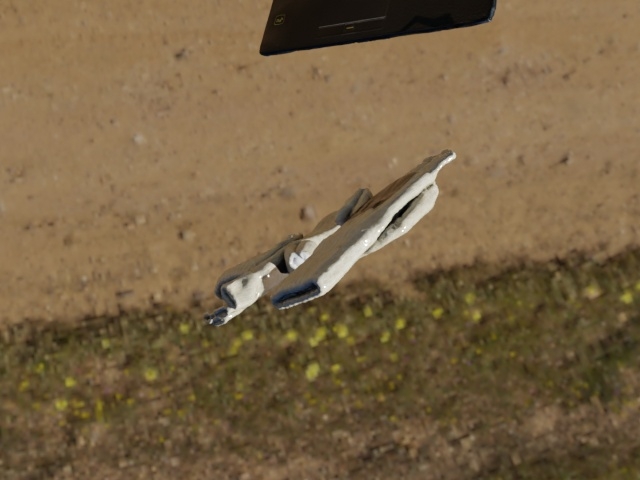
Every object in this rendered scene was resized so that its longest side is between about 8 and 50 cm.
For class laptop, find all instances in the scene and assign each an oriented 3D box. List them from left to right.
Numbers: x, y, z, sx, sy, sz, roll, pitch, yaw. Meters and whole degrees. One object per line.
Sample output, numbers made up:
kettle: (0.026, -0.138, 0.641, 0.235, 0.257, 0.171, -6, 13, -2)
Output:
laptop: (0.034, -0.309, 0.976, 0.234, 0.264, 0.136, -1, 156, 38)

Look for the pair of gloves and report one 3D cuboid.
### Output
pair of gloves: (0.000, 0.000, 1.055, 0.204, 0.042, 0.240, -36, -172, -29)
